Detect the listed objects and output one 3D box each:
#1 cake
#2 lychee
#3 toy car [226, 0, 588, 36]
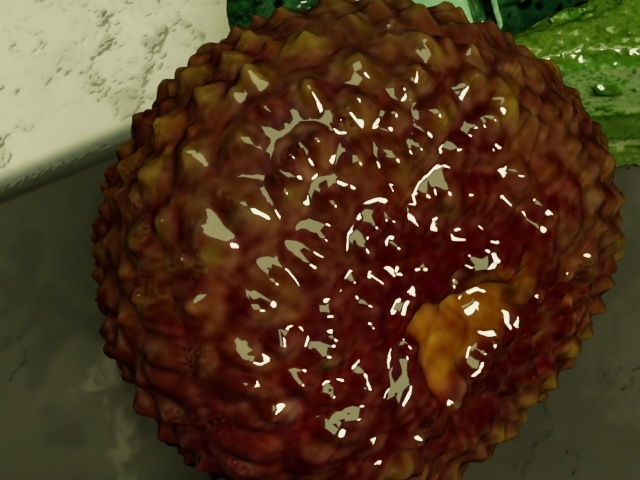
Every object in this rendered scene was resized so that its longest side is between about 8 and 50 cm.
[{"bbox_3d":[0.166,-0.078,0.634,0.235,0.100,0.099,-21,55,4],"label":"cake"},{"bbox_3d":[0.000,0.000,0.567,0.271,0.271,0.271,-8,57,13],"label":"lychee"},{"bbox_3d":[0.093,-0.169,0.702,0.306,0.136,0.125,-22,33,2],"label":"toy car"}]
